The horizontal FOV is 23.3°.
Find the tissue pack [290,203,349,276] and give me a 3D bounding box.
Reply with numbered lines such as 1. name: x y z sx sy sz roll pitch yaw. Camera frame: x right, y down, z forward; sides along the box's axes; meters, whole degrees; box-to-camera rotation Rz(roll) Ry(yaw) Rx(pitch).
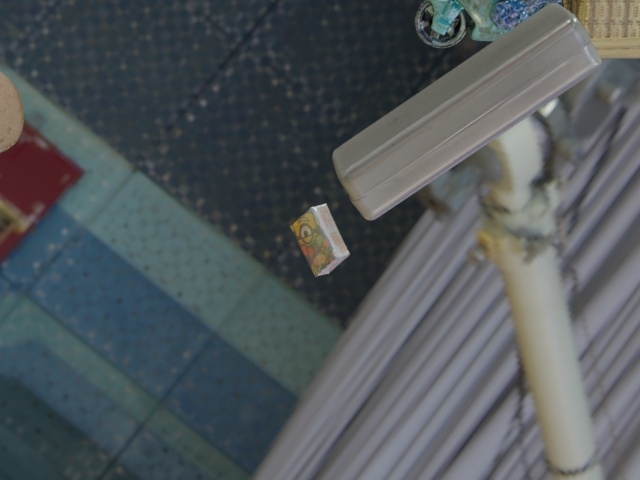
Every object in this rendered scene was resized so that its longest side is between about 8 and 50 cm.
1. tissue pack: 0.000 0.000 2.145 0.063 0.035 0.083 -41 -110 47

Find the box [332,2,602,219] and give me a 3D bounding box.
1. box: 0.123 -0.113 1.344 0.055 0.243 0.103 55 7 -16

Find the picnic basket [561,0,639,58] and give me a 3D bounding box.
1. picnic basket: 0.430 -0.310 1.738 0.312 0.228 0.175 0 -59 4

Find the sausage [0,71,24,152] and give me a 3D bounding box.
1. sausage: -0.516 -0.145 2.030 0.253 0.123 0.123 -14 -47 37

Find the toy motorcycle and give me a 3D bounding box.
1. toy motorcycle: 0.271 -0.383 2.305 0.260 0.206 0.154 2 26 4
